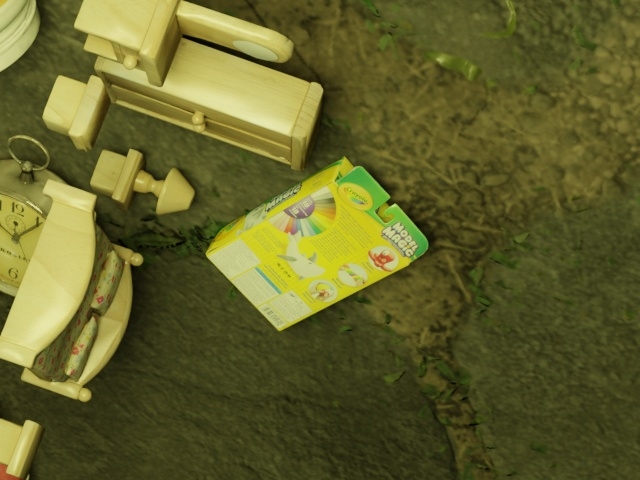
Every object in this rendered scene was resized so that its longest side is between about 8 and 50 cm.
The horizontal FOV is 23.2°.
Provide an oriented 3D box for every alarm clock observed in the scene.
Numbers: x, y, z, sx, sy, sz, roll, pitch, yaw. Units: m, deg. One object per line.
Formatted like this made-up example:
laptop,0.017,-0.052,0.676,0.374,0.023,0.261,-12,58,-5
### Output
alarm clock,-0.259,-0.024,1.376,0.129,0.064,0.192,24,138,7

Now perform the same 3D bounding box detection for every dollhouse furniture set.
dollhouse furniture set,-0.136,0.025,1.188,0.173,0.356,0.303,19,169,3

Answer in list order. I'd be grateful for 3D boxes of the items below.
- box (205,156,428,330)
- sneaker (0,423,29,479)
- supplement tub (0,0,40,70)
box,0.000,0.000,1.340,0.179,0.043,0.105,-27,116,35
sneaker,-0.340,0.260,1.608,0.116,0.136,0.314,38,161,28
supplement tub,-0.301,-0.227,1.171,0.144,0.144,0.200,0,138,17
